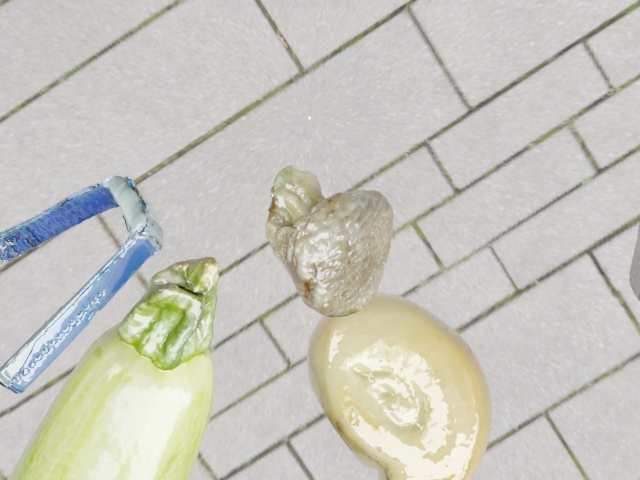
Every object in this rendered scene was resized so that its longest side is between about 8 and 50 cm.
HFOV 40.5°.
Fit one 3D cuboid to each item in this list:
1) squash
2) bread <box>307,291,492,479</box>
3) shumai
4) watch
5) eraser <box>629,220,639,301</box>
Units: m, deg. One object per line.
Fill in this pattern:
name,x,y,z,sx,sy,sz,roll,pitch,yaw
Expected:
squash,-0.123,0.136,0.562,0.137,0.137,0.287,29,94,-4
bread,0.133,0.248,1.430,0.253,0.376,0.348,-36,78,-7
shumai,0.000,0.000,1.100,0.153,0.209,0.161,20,127,24
watch,-0.356,0.045,1.260,0.275,0.276,0.068,-26,141,3
eraser,0.498,0.054,0.972,0.077,0.353,0.111,-11,113,-41
